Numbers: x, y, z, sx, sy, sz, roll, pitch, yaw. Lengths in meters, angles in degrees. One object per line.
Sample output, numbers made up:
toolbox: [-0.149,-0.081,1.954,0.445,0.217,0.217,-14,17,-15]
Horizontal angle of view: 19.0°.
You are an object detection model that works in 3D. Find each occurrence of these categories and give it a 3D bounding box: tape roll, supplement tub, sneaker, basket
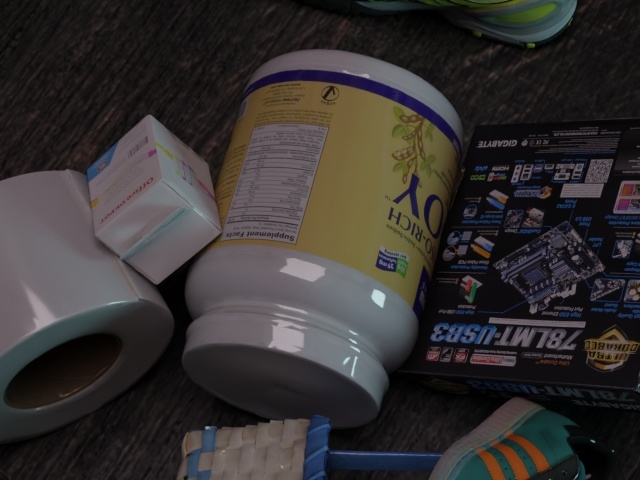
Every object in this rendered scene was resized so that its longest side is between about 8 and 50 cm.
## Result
tape roll: [-0.291,0.068,1.921,0.246,0.246,0.169,-28,66,-11]
supplement tub: [0.000,0.000,1.945,0.241,0.241,0.331,12,66,8]
sneaker: [0.103,-0.333,2.153,0.384,0.147,0.145,10,67,8]
sneaker: [0.180,0.237,1.763,0.121,0.108,0.302,17,29,24]
basket: [-0.001,0.290,1.812,0.289,0.201,0.255,4,40,7]

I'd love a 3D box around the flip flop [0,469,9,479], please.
flip flop: [-0.428,0.311,1.895,0.277,0.112,0.080,-40,33,-7]

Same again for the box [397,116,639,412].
box: [0.246,0.020,1.924,0.295,0.073,0.293,0,65,42]

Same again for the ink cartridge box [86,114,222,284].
ink cartridge box: [-0.164,-0.035,1.879,0.092,0.090,0.143,-39,33,16]
